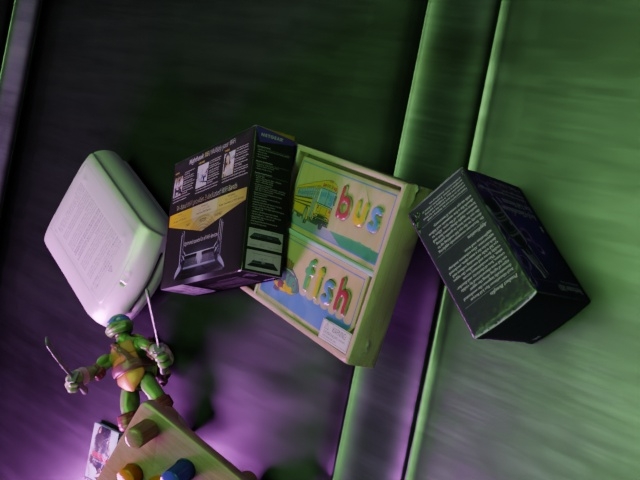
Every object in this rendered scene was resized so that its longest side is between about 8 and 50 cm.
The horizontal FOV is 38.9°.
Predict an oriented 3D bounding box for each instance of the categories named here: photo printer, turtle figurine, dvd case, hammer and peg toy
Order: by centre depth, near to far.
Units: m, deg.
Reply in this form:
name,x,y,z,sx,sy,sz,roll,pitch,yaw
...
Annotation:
name,x,y,z,sx,sy,sz,roll,pitch,yaw
hammer and peg toy,-0.212,0.465,1.535,0.361,0.127,0.266,35,108,13
turtle figurine,-0.359,0.260,1.647,0.266,0.197,0.275,66,163,8
photo printer,-0.418,0.003,1.825,0.307,0.107,0.256,48,114,35
dvd case,-0.439,0.437,1.835,0.087,0.013,0.119,11,91,42

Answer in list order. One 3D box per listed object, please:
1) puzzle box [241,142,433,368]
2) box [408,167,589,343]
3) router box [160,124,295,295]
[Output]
name,x,y,z,sx,sy,sz,roll,pitch,yaw
puzzle box,0.000,0.000,1.421,0.409,0.052,0.272,26,100,57
box,0.236,0.024,1.207,0.108,0.153,0.207,-43,59,28
router box,-0.166,-0.041,1.564,0.309,0.081,0.243,-13,68,55
